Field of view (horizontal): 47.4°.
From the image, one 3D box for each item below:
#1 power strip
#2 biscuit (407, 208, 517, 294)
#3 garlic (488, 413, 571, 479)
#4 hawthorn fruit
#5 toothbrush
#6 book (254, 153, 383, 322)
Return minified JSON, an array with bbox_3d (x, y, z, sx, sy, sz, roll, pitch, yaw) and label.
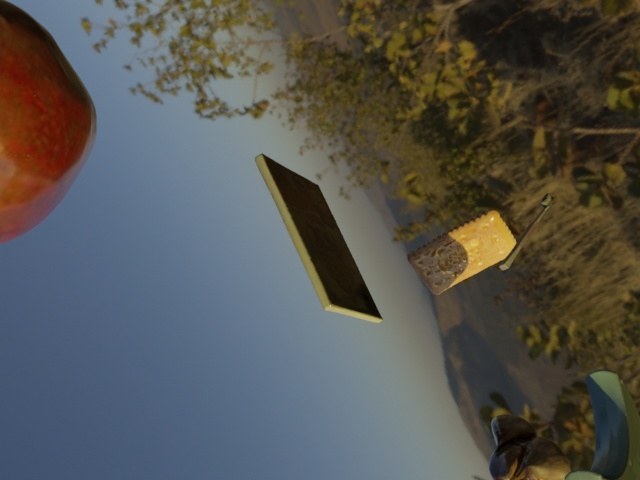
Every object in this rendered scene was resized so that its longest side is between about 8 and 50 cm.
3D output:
[{"bbox_3d":[0.341,0.246,0.848,0.137,0.044,0.216,59,-143,-12],"label":"power strip"},{"bbox_3d":[0.351,0.032,1.788,0.160,0.249,0.030,50,-161,-32],"label":"biscuit"},{"bbox_3d":[0.417,0.456,1.446,0.191,0.160,0.214,56,-142,-64],"label":"garlic"},{"bbox_3d":[-0.409,-0.137,0.817,0.308,0.308,0.325,60,175,-21],"label":"hawthorn fruit"},{"bbox_3d":[0.333,-0.016,1.167,0.017,0.194,0.014,47,145,-8],"label":"toothbrush"},{"bbox_3d":[0.000,0.000,1.237,0.208,0.020,0.296,23,-142,-60],"label":"book"}]
